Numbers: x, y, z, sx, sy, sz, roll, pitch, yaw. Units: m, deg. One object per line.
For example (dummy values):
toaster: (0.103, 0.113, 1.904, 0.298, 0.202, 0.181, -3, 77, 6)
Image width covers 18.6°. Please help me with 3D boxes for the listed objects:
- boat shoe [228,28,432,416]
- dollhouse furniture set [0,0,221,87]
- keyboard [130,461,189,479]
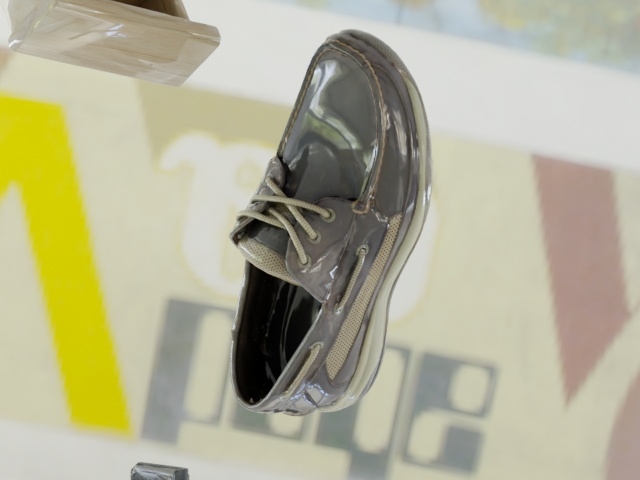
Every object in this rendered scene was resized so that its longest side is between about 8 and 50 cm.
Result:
boat shoe: (0.000, 0.000, 1.651, 0.132, 0.355, 0.130, 24, -152, 35)
dollhouse furniture set: (-0.102, -0.348, 1.525, 0.362, 0.394, 0.256, 9, -131, -45)
keyboard: (-0.116, 0.269, 1.554, 0.023, 0.180, 0.108, -3, -179, -33)
